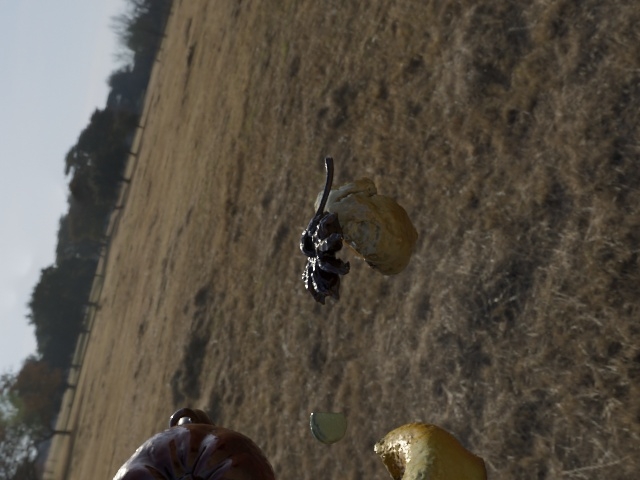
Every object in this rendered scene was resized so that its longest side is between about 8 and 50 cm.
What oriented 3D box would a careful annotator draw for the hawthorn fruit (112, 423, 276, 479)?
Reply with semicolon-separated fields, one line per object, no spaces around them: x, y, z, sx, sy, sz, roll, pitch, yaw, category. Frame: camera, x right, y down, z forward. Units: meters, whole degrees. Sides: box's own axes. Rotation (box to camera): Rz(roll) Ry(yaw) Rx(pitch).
-0.267;0.619;1.330;0.403;0.402;0.403;-165;90;-70;hawthorn fruit

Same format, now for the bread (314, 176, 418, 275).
0.101;-0.032;1.238;0.134;0.244;0.244;-48;21;-3;bread

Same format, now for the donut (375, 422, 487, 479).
0.167;0.560;1.282;0.435;0.163;0.377;-41;-1;-26;donut

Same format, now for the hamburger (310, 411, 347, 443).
0.019;0.513;1.653;0.054;0.121;0.084;-30;54;36;hamburger

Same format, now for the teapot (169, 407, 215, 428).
-0.336;0.535;1.615;0.178;0.135;0.252;35;155;45;teapot

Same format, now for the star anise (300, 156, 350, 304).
0.002;-0.002;1.053;0.177;0.073;0.234;115;159;-53;star anise
